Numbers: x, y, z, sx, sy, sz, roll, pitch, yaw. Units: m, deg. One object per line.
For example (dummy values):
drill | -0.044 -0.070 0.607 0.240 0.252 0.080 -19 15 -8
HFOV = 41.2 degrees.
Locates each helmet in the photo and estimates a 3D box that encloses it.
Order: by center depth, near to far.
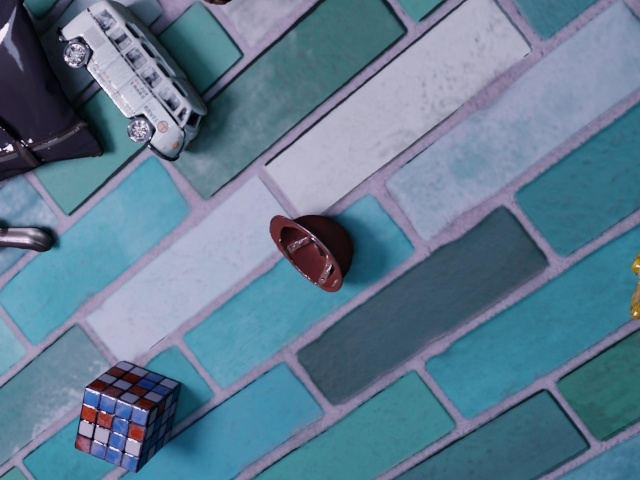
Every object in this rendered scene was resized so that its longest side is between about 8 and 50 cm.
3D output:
helmet | 0.000 0.000 0.977 0.111 0.057 0.089 44 153 7

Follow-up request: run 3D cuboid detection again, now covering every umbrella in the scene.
umbrella | -0.470 -0.010 1.115 0.248 0.071 0.071 -2 103 13

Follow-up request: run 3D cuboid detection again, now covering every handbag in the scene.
handbag | -0.412 -0.162 1.031 0.254 0.089 0.211 -15 117 17

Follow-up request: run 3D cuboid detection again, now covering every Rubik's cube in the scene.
Rubik's cube | -0.245 0.223 1.087 0.092 0.092 0.092 19 107 11

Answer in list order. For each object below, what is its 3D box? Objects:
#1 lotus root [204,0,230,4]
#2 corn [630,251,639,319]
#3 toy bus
lotus root | -0.097 -0.397 0.851 0.182 0.183 0.310 0 106 16
corn | 0.468 0.064 0.832 0.317 0.115 0.115 8 106 15
toy bus | -0.209 -0.186 0.981 0.089 0.087 0.194 -39 89 11
